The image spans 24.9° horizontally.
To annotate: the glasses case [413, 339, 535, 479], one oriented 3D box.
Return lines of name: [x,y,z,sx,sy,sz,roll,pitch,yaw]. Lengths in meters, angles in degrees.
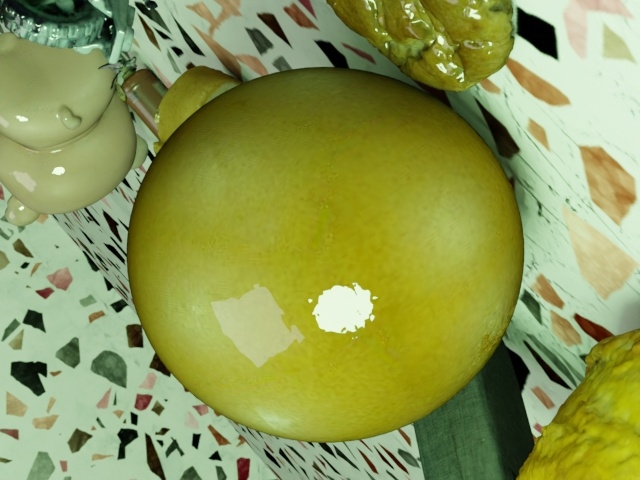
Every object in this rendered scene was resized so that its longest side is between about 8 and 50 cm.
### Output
glasses case: [0.132,0.166,1.235,0.131,0.074,0.323,51,-160,-36]

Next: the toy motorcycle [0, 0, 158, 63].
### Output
toy motorcycle: [-0.182,-0.229,1.192,0.270,0.159,0.106,-100,26,-50]

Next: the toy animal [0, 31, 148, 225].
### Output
toy animal: [-0.329,-0.156,1.831,0.229,0.210,0.221,66,163,-1]

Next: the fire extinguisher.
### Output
fire extinguisher: [-0.191,-0.149,1.707,0.177,0.050,0.062,49,132,-2]

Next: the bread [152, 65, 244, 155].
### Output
bread: [-0.105,-0.094,1.459,0.073,0.122,0.149,29,157,45]

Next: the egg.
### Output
egg: [0.003,0.010,1.087,0.282,0.282,0.351,53,155,-17]

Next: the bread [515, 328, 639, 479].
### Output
bread: [0.288,0.224,0.973,0.337,0.204,0.358,45,165,-6]

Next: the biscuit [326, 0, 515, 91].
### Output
biscuit: [0.041,-0.186,0.942,0.226,0.042,0.226,45,165,16]
